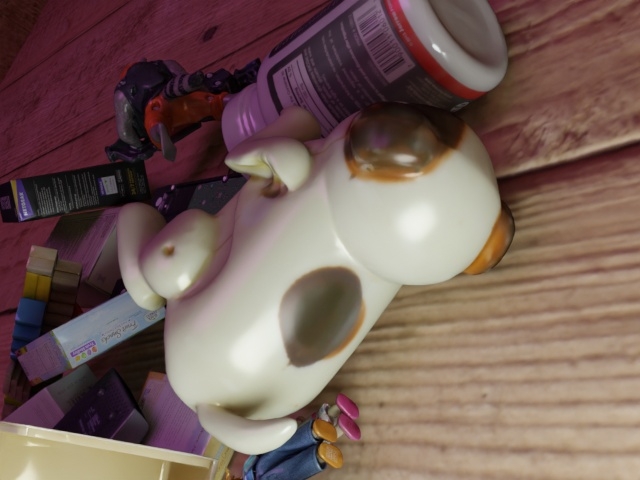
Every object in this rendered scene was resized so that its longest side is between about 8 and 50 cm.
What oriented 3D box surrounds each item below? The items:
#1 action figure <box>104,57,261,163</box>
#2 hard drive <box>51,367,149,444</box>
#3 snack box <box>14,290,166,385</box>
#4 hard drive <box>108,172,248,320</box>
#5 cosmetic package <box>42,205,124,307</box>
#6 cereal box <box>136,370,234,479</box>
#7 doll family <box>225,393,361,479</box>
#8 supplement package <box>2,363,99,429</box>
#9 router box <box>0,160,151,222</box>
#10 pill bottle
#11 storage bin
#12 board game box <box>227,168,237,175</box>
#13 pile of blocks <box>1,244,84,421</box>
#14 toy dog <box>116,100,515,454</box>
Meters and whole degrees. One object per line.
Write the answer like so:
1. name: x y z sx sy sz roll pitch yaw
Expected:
1. action figure: -0.234 -0.269 1.706 0.341 0.178 0.330 -39 38 -20
2. hard drive: -0.348 0.311 1.354 0.254 0.054 0.172 -48 27 -5
3. snack box: -0.355 0.145 1.488 0.175 0.070 0.207 -29 1 -34
4. hard drive: -0.207 0.015 1.554 0.339 0.064 0.236 -6 60 54
5. cosmetic package: -0.420 0.035 1.805 0.309 0.113 0.160 -1 59 54
6. cereal box: -0.198 0.273 1.311 0.240 0.047 0.173 -1 60 54
7. doll family: -0.046 0.272 1.023 0.163 0.118 0.263 -38 34 27
8. supplement package: -0.423 0.291 1.520 0.179 0.105 0.105 -36 0 29
9. router box: -0.484 -0.093 1.865 0.309 0.243 0.080 -177 76 -67
10. pill bottle: 0.047 -0.210 1.287 0.363 0.210 0.210 -30 38 36
11. storage bin: -0.282 0.351 1.091 0.123 0.260 0.262 -8 67 57
12. board game box: -0.084 -0.154 1.604 0.186 0.026 0.126 -28 39 38
13. pile of blocks: -0.455 0.182 1.621 0.149 0.113 0.362 -95 19 -61
14. toy dog: 0.000 0.000 1.064 0.408 0.284 0.395 -36 23 17
